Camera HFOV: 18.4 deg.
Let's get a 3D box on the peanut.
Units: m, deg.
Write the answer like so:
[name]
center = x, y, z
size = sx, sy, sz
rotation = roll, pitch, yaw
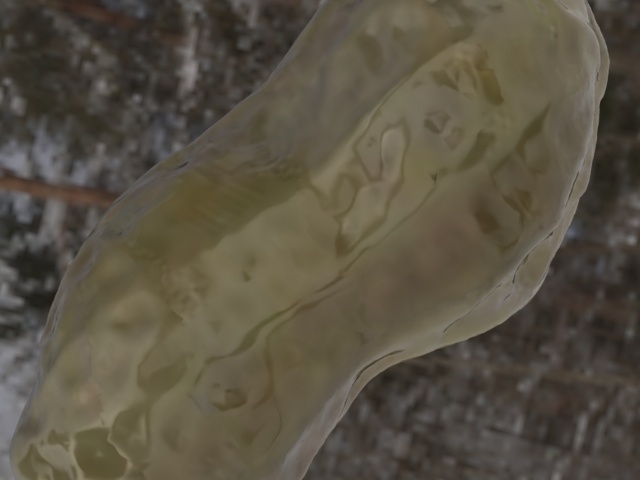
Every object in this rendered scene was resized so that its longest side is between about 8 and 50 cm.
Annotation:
[peanut]
center = 0.000, 0.000, 0.806
size = 0.313, 0.149, 0.149
rotation = -42, -30, -12
